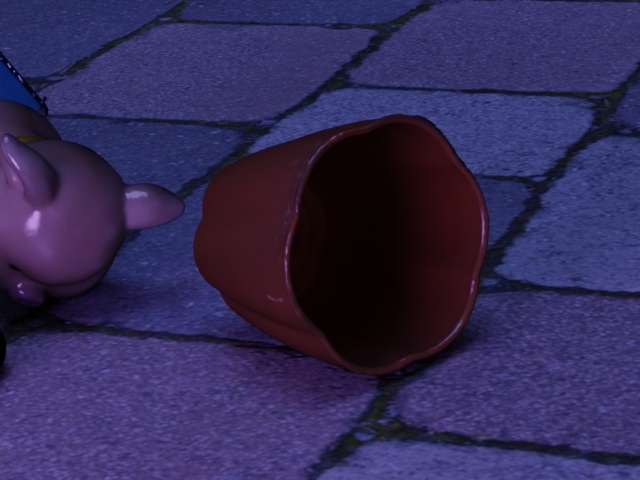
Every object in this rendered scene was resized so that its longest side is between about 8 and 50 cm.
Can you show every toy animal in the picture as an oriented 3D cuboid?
[{"bbox_3d":[-0.248,-0.034,1.540,0.165,0.149,0.248,3,12,-38],"label":"toy animal"}]

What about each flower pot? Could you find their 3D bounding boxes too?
[{"bbox_3d":[0.000,0.000,1.387,0.190,0.191,0.173,-21,15,-36],"label":"flower pot"}]

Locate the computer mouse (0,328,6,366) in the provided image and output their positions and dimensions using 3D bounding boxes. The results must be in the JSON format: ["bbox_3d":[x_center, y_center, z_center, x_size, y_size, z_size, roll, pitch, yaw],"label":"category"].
[{"bbox_3d":[-0.341,0.076,1.353,0.233,0.096,0.137,-21,27,-40],"label":"computer mouse"}]

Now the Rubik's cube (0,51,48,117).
[{"bbox_3d":[-0.472,-0.197,2.024,0.228,0.233,0.229,26,34,-50],"label":"Rubik's cube"}]
